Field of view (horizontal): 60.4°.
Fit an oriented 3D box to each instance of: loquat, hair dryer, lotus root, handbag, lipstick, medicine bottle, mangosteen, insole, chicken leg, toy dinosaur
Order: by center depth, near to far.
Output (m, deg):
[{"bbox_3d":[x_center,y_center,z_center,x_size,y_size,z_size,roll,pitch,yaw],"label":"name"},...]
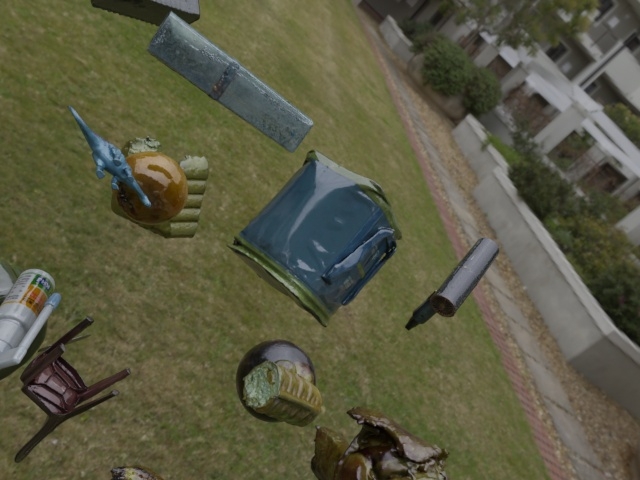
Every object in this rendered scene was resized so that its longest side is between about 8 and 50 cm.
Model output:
[{"bbox_3d":[0.062,0.320,0.749,0.140,0.211,0.361,-10,11,-27],"label":"chicken leg"},{"bbox_3d":[-0.324,-0.121,0.851,0.197,0.045,0.080,58,-4,-33],"label":"toy dinosaur"},{"bbox_3d":[-0.473,0.127,0.873,0.221,0.092,0.061,-98,171,-58],"label":"medicine bottle"},{"bbox_3d":[-0.141,-0.253,0.907,0.289,0.076,0.077,32,9,-26],"label":"lipstick"},{"bbox_3d":[0.218,0.093,0.972,0.050,0.195,0.173,45,55,7],"label":"hair dryer"},{"bbox_3d":[0.000,0.000,1.012,0.222,0.241,0.263,35,-8,24],"label":"handbag"},{"bbox_3d":[-0.315,-0.100,1.021,0.141,0.141,0.141,36,24,-19],"label":"loquat"},{"bbox_3d":[-0.346,0.510,1.096,0.108,0.094,0.191,16,-49,56],"label":"lotus root"},{"bbox_3d":[-0.860,0.345,1.853,0.188,0.064,0.004,-11,72,-57],"label":"insole"},{"bbox_3d":[-0.166,0.506,1.954,0.297,0.297,0.313,46,18,4],"label":"mangosteen"}]

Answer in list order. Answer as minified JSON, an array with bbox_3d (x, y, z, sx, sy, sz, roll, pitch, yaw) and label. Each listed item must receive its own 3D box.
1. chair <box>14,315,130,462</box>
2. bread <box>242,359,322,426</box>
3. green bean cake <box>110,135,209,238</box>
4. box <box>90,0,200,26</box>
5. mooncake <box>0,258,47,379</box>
[{"bbox_3d":[-0.653,0.369,1.341,0.183,0.326,0.175,53,9,-14],"label":"chair"},{"bbox_3d":[-0.071,0.332,1.164,0.269,0.087,0.098,51,36,-56],"label":"bread"},{"bbox_3d":[-0.417,-0.138,1.409,0.236,0.233,0.124,21,13,29],"label":"green bean cake"},{"bbox_3d":[-0.372,-0.560,1.131,0.274,0.138,0.178,-9,90,-53],"label":"box"},{"bbox_3d":[-0.859,0.203,1.345,0.187,0.351,0.351,43,19,30],"label":"mooncake"}]
